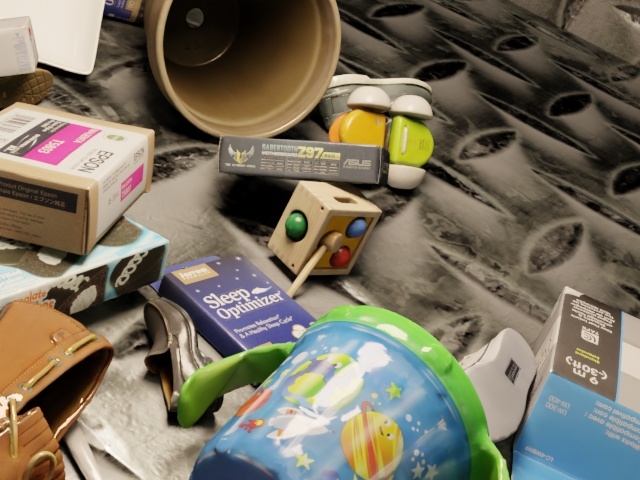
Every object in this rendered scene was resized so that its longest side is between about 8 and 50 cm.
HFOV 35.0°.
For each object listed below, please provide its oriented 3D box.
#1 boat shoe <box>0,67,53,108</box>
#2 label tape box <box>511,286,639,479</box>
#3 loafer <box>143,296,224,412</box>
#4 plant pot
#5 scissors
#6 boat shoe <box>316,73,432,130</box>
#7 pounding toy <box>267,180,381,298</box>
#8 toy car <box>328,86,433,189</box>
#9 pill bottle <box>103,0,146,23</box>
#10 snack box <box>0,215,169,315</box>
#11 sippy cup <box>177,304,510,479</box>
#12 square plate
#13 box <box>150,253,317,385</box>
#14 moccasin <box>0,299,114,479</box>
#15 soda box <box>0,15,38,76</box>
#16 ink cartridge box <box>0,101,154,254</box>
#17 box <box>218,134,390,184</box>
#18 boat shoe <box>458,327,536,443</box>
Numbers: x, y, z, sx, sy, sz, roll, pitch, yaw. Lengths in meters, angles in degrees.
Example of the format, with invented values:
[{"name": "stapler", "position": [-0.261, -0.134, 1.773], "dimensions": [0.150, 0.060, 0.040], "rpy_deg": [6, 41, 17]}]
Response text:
[{"name": "boat shoe", "position": [-0.475, -0.228, 1.505], "dimensions": [0.060, 0.064, 0.178], "rpy_deg": [33, 35, 22]}, {"name": "label tape box", "position": [0.390, 0.224, 1.291], "dimensions": [0.249, 0.115, 0.347], "rpy_deg": [25, 28, 5]}, {"name": "loafer", "position": [-0.168, 0.125, 1.135], "dimensions": [0.061, 0.062, 0.170], "rpy_deg": [-6, 38, -32]}, {"name": "plant pot", "position": [-0.170, -0.359, 1.725], "dimensions": [0.323, 0.323, 0.280], "rpy_deg": [3, 19, -30]}, {"name": "scissors", "position": [-0.267, 0.160, 1.047], "dimensions": [0.297, 0.021, 0.109], "rpy_deg": [37, 31, 27]}, {"name": "boat shoe", "position": [0.107, -0.252, 1.936], "dimensions": [0.319, 0.116, 0.099], "rpy_deg": [-5, 82, -49]}, {"name": "pounding toy", "position": [0.000, 0.000, 1.400], "dimensions": [0.141, 0.130, 0.100], "rpy_deg": [1, 34, -48]}, {"name": "toy car", "position": [0.100, -0.172, 1.747], "dimensions": [0.182, 0.159, 0.136], "rpy_deg": [7, -4, -24]}, {"name": "pill bottle", "position": [-0.430, -0.493, 1.914], "dimensions": [0.219, 0.122, 0.123], "rpy_deg": [11, 31, -19]}, {"name": "snack box", "position": [-0.351, 0.025, 1.148], "dimensions": [0.187, 0.060, 0.322], "rpy_deg": [26, 28, 28]}, {"name": "sippy cup", "position": [0.006, 0.212, 0.963], "dimensions": [0.224, 0.305, 0.240], "rpy_deg": [-33, 100, -44]}, {"name": "square plate", "position": [-0.537, -0.443, 1.729], "dimensions": [0.344, 0.049, 0.347], "rpy_deg": [13, 56, -16]}, {"name": "box", "position": [-0.104, 0.082, 1.272], "dimensions": [0.225, 0.036, 0.136], "rpy_deg": [38, 33, 28]}, {"name": "moccasin", "position": [-0.275, 0.195, 0.879], "dimensions": [0.147, 0.139, 0.380], "rpy_deg": [15, 25, 0]}, {"name": "soda box", "position": [-0.519, -0.267, 1.452], "dimensions": [0.216, 0.069, 0.074], "rpy_deg": [-8, 27, -6]}, {"name": "ink cartridge box", "position": [-0.325, -0.081, 1.211], "dimensions": [0.193, 0.088, 0.234], "rpy_deg": [11, 23, 5]}, {"name": "box", "position": [-0.019, -0.117, 1.499], "dimensions": [0.233, 0.059, 0.183], "rpy_deg": [4, 4, 8]}, {"name": "boat shoe", "position": [0.197, 0.191, 1.245], "dimensions": [0.095, 0.084, 0.258], "rpy_deg": [55, 29, 5]}]
